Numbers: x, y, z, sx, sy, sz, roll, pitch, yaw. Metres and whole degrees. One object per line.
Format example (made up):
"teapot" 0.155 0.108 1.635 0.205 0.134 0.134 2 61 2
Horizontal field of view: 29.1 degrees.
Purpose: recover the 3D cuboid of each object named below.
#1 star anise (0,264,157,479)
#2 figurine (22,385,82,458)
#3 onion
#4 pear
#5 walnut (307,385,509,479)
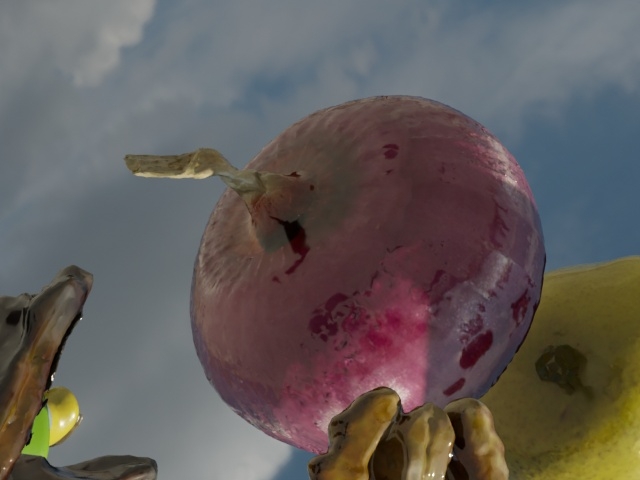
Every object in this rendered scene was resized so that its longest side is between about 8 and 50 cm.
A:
"star anise" -0.175 0.120 0.454 0.102 0.272 0.272 3 -128 43
"figurine" -0.247 0.105 0.719 0.143 0.263 0.162 -37 -107 21
"onion" 0.032 0.017 1.148 0.358 0.345 0.358 -6 -121 11
"pear" 0.369 0.189 1.719 0.340 0.191 0.386 43 -81 25
"walnut" 0.049 0.173 0.734 0.069 0.143 0.170 176 -75 -69
